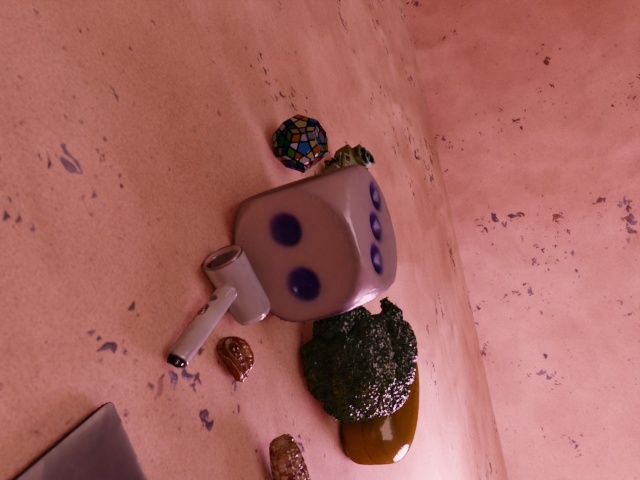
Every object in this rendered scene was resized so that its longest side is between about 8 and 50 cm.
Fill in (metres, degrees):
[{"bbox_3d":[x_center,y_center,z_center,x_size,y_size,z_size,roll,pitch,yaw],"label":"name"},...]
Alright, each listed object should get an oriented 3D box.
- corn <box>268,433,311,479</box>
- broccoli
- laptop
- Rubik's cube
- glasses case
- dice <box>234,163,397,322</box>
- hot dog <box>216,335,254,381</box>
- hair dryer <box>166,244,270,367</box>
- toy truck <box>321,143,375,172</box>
[{"bbox_3d":[-0.038,0.457,0.927,0.079,0.080,0.237,-25,100,-66],"label":"corn"},{"bbox_3d":[0.084,0.258,1.163,0.242,0.262,0.269,-155,-134,-70],"label":"broccoli"},{"bbox_3d":[-0.275,0.323,0.557,0.269,0.015,0.187,-43,117,-63],"label":"laptop"},{"bbox_3d":[-0.046,-0.223,1.232,0.112,0.133,0.133,-120,-175,-69],"label":"Rubik's cube"},{"bbox_3d":[0.164,0.382,1.325,0.173,0.141,0.371,62,28,-30],"label":"glasses case"},{"bbox_3d":[0.000,0.000,1.064,0.259,0.243,0.251,-38,112,-67],"label":"dice"},{"bbox_3d":[-0.139,0.197,0.895,0.083,0.035,0.058,63,31,-26],"label":"hot dog"},{"bbox_3d":[-0.164,0.122,0.848,0.131,0.073,0.236,66,29,-24],"label":"hair dryer"},{"bbox_3d":[0.063,-0.163,1.432,0.135,0.128,0.259,41,40,-31],"label":"toy truck"}]
